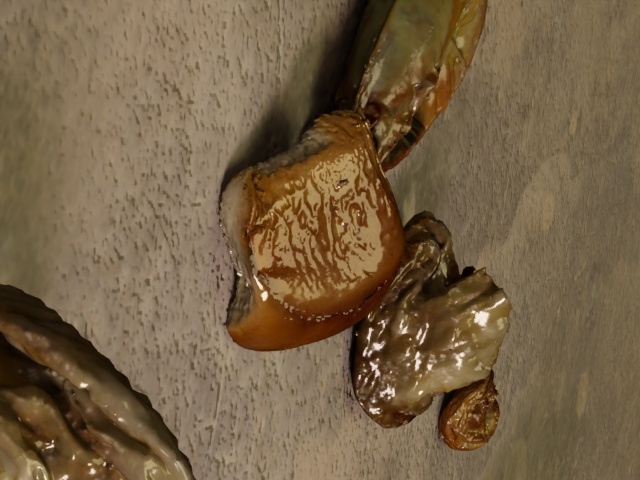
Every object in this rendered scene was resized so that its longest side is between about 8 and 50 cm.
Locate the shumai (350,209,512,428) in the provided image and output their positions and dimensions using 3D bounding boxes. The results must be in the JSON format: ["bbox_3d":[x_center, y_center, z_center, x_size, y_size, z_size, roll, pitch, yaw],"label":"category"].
[{"bbox_3d":[0.074,0.064,1.162,0.139,0.105,0.123,-57,163,5],"label":"shumai"}]

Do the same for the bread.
[{"bbox_3d":[0.000,0.000,0.950,0.129,0.044,0.126,-31,123,-33],"label":"bread"}]

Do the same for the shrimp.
[{"bbox_3d":[0.052,-0.104,1.079,0.145,0.061,0.267,87,21,-47],"label":"shrimp"}]

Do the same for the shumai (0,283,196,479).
[{"bbox_3d":[-0.124,0.087,0.625,0.116,0.145,0.145,-41,141,-25],"label":"shumai"}]

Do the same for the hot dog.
[{"bbox_3d":[0.122,0.133,1.376,0.083,0.035,0.058,-52,140,-53],"label":"hot dog"}]
